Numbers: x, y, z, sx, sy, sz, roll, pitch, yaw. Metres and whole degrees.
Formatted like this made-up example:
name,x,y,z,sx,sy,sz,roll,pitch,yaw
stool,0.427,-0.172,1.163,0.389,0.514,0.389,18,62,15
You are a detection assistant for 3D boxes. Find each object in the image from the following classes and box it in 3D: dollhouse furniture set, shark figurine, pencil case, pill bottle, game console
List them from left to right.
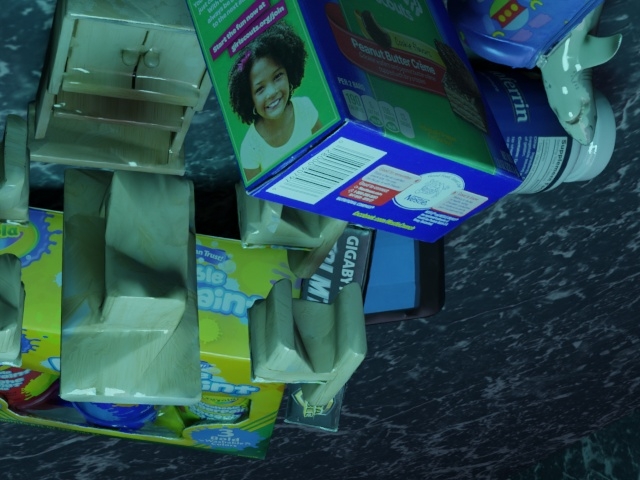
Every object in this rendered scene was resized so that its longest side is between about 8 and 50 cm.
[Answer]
name,x,y,z,sx,sy,sz,roll,pitch,yaw
dollhouse furniture set,-0.183,-0.023,1.155,0.362,0.394,0.256,5,150,-18
game console,0.049,0.009,1.649,0.293,0.173,0.250,-8,166,-14
pill bottle,0.223,-0.132,1.519,0.264,0.153,0.153,-3,153,-30
pencil case,0.247,-0.280,1.209,0.119,0.133,0.306,-29,172,-35
shark figurine,0.321,-0.267,1.402,0.116,0.166,0.278,-28,153,-51

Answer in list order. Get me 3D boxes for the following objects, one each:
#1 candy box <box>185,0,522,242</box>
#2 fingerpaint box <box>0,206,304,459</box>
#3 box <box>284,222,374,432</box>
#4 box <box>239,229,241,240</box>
name,x,y,z,sx,sy,sz,roll,pitch,yaw
candy box,0.015,-0.177,1.075,0.122,0.317,0.268,-34,153,29
fingerpaint box,-0.261,0.125,1.555,0.444,0.163,0.371,9,152,-4
box,0.026,0.012,1.417,0.073,0.293,0.295,9,126,2
box,0.000,0.000,1.770,0.232,0.058,0.087,-12,154,-14
